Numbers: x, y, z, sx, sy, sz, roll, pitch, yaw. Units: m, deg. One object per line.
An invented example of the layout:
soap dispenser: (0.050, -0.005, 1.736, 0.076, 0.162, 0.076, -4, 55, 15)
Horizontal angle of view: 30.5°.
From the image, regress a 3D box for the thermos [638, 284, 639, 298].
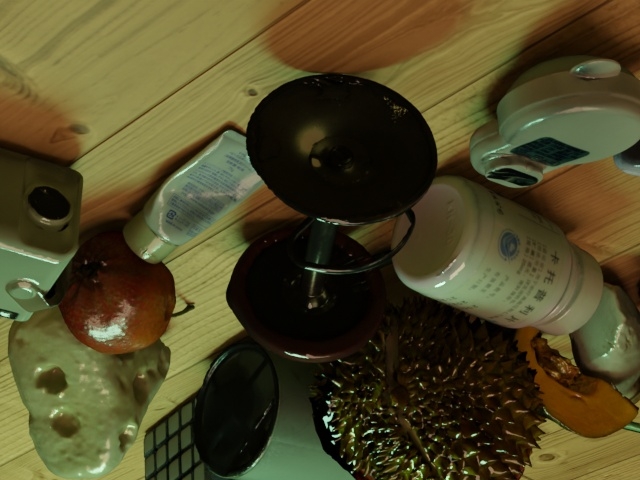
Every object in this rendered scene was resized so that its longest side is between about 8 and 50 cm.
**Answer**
thermos: (0.564, 0.116, 1.861, 0.099, 0.124, 0.232, -18, 152, 11)

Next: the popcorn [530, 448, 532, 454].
popcorn: (0.300, 0.340, 2.124, 0.198, 0.155, 0.197, 12, 146, 8)

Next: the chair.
chair: (0.000, 0.000, 1.501, 0.227, 0.226, 0.401, 0, 146, -10)

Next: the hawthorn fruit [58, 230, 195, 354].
hawthorn fruit: (-0.261, 0.094, 1.672, 0.165, 0.165, 0.285, -15, 157, 12)

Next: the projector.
projector: (-0.414, -0.014, 1.464, 0.243, 0.163, 0.177, 19, 139, -26)

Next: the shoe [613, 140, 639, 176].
shoe: (0.495, -0.110, 1.540, 0.245, 0.095, 0.137, -9, 144, -8)

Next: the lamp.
lamp: (0.287, -0.152, 1.430, 0.180, 0.107, 0.246, 19, 146, -38)

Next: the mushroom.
mushroom: (0.476, 0.179, 1.935, 0.128, 0.128, 0.350, -13, 148, 9)

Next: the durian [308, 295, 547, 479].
durian: (0.158, 0.246, 1.725, 0.348, 0.347, 0.384, -17, 165, 15)

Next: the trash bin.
trash bin: (-0.041, 0.297, 1.923, 0.263, 0.277, 0.217, 19, 95, -39)

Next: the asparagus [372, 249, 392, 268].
asparagus: (0.087, 0.028, 1.733, 0.108, 0.021, 0.025, -21, 142, 20)

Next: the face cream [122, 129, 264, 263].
face cream: (-0.158, -0.060, 1.542, 0.224, 0.070, 0.114, -39, 139, 21)

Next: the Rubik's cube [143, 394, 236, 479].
Rubik's cube: (-0.160, 0.426, 2.082, 0.237, 0.236, 0.238, 18, 138, -30)

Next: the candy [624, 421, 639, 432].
candy: (0.394, 0.281, 2.010, 0.440, 0.119, 0.119, 14, 142, -7)

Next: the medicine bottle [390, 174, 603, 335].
medicine bottle: (0.251, 0.031, 1.635, 0.293, 0.170, 0.170, 24, 136, -37)

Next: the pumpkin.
pumpkin: (0.350, 0.234, 1.897, 0.278, 0.111, 0.163, 40, 159, -9)

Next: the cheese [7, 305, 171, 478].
cheese: (-0.356, 0.205, 1.734, 0.174, 0.251, 0.248, -7, 138, 28)
